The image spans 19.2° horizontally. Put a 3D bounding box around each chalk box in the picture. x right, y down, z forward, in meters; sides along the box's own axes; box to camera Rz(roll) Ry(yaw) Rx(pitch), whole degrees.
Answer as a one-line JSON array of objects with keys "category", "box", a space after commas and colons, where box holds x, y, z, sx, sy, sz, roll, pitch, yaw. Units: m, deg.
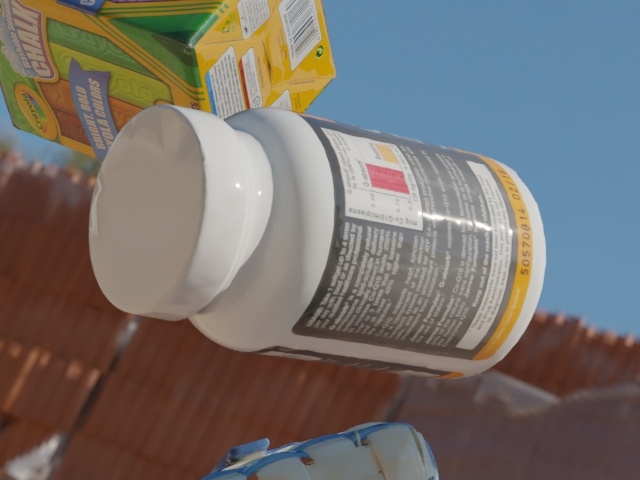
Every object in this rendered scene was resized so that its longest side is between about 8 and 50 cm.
[{"category": "chalk box", "box": [-0.162, -0.185, 1.558, 0.289, 0.179, 0.180, 20, -37, 27]}]

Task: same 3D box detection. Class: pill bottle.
[{"category": "pill bottle", "box": [0.000, 0.000, 1.237, 0.278, 0.162, 0.162, 11, -7, -38]}]

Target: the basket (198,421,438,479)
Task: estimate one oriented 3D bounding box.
[{"category": "basket", "box": [-0.010, 0.227, 1.060, 0.289, 0.201, 0.254, 108, -39, -67]}]
